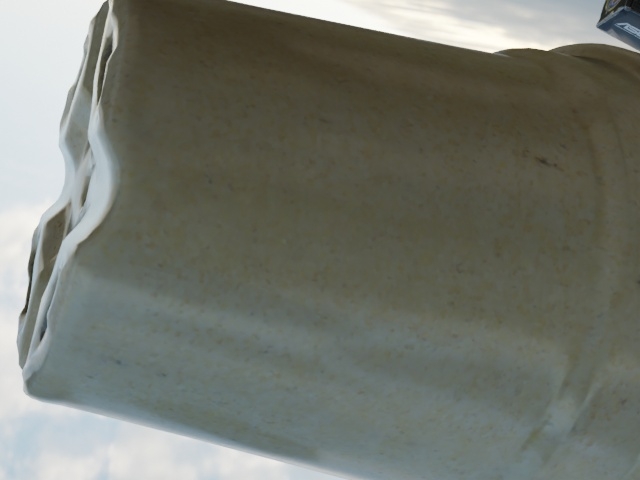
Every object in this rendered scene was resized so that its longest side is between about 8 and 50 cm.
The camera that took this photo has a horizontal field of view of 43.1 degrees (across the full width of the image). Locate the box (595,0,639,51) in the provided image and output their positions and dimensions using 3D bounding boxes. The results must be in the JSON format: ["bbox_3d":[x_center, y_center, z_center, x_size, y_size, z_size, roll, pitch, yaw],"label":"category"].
[{"bbox_3d":[0.459,-0.270,0.882,0.270,0.216,0.060,26,168,-8],"label":"box"}]

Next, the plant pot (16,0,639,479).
[{"bbox_3d":[0.000,0.000,0.482,0.305,0.334,0.334,14,-159,-23],"label":"plant pot"}]
